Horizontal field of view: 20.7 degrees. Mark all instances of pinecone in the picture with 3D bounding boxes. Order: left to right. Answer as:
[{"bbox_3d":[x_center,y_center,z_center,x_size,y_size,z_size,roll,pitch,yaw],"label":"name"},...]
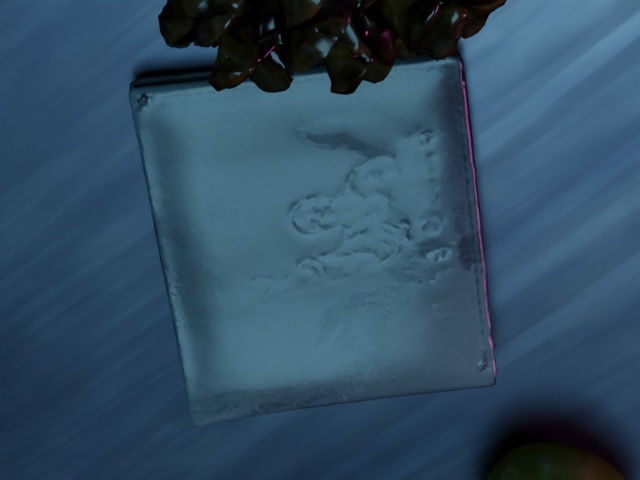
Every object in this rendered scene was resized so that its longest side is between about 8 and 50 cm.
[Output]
[{"bbox_3d":[0.009,-0.204,1.081,0.257,0.243,0.243,0,124,-11],"label":"pinecone"}]

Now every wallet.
[{"bbox_3d":[0.000,0.000,1.320,0.251,0.054,0.290,-6,115,3],"label":"wallet"}]

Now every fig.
[{"bbox_3d":[0.191,0.227,1.418,0.136,0.121,0.153,-21,142,12],"label":"fig"}]
